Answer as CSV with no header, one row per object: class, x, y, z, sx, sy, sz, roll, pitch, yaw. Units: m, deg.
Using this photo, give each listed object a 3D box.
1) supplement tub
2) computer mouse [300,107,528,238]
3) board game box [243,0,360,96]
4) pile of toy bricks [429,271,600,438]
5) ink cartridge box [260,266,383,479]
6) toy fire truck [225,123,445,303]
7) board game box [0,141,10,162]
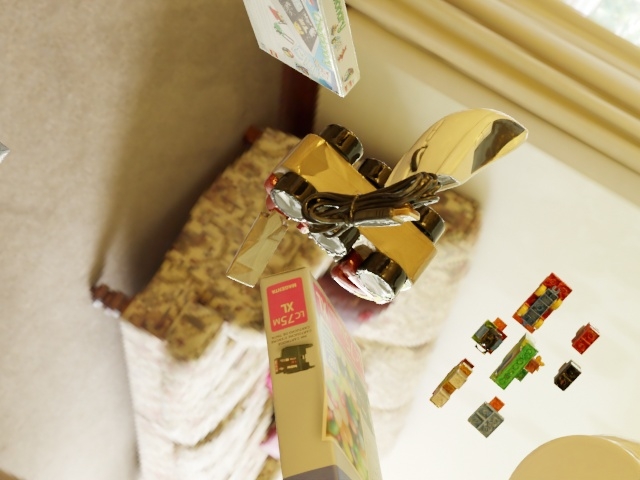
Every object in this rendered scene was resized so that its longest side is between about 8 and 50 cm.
supplement tub,0.375,0.367,1.276,0.316,0.228,0.228,33,90,-47
computer mouse,0.079,-0.059,0.752,0.106,0.042,0.193,-12,-165,45
board game box,-0.043,-0.368,1.648,0.053,0.193,0.305,-50,157,-15
pile of toy bricks,0.237,0.138,1.242,0.212,0.118,0.105,-49,175,14
ink cartridge box,0.011,0.201,1.023,0.185,0.065,0.311,59,20,-50
toy fire truck,0.000,0.000,1.329,0.158,0.217,0.246,-52,-171,-24
board game box,-0.469,-0.067,1.188,0.201,0.136,0.035,-51,-179,10
